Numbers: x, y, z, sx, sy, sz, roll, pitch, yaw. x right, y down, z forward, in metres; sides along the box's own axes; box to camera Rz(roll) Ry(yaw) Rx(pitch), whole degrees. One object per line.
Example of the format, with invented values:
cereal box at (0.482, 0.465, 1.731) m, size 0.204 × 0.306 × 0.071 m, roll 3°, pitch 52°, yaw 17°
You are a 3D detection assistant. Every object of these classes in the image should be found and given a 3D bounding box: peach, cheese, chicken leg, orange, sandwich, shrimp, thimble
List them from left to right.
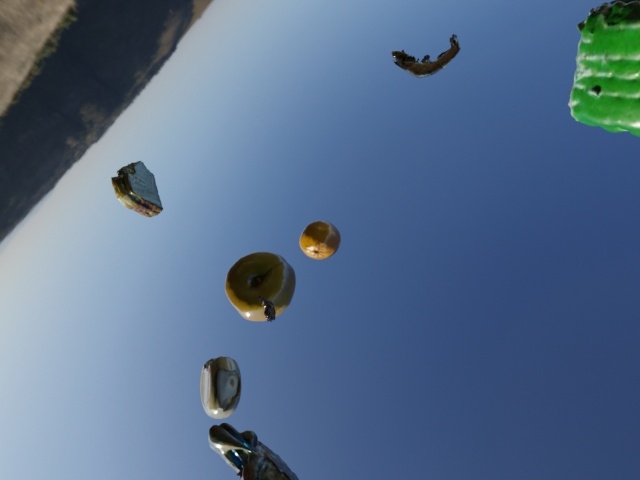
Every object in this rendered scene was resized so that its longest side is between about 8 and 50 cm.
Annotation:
sandwich at (-0.308, -0.092, 0.755) m, size 0.035 × 0.093 × 0.105 m, roll -22°, pitch 171°, yaw 4°
cheese at (-0.295, 0.399, 1.265) m, size 0.286 × 0.082 × 0.163 m, roll -18°, pitch -112°, yaw 62°
peach at (-0.206, 0.153, 1.574) m, size 0.251 × 0.153 × 0.251 m, roll -2°, pitch -114°, yaw 5°
chicken leg at (-0.152, 0.196, 1.318) m, size 0.036 × 0.083 × 0.021 m, roll -17°, pitch 175°, yaw -29°
shrimp at (-0.093, 0.554, 0.886) m, size 0.446 × 0.221 × 0.110 m, roll 46°, pitch -48°, yaw 29°
orange at (0.000, 0.000, 0.893) m, size 0.083 × 0.083 × 0.070 m, roll -35°, pitch -144°, yaw 29°
shrimp at (0.268, -0.473, 1.139) m, size 0.147 × 0.035 × 0.195 m, roll -39°, pitch -137°, yaw 4°
thimble at (0.250, -0.125, 0.318) m, size 0.130 × 0.090 × 0.118 m, roll 9°, pitch -148°, yaw 29°
